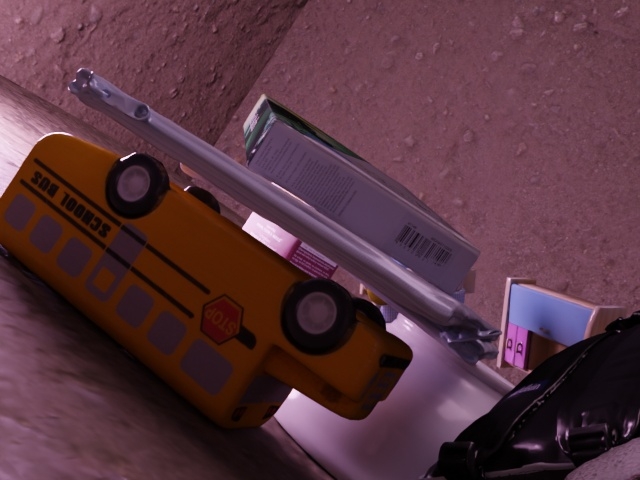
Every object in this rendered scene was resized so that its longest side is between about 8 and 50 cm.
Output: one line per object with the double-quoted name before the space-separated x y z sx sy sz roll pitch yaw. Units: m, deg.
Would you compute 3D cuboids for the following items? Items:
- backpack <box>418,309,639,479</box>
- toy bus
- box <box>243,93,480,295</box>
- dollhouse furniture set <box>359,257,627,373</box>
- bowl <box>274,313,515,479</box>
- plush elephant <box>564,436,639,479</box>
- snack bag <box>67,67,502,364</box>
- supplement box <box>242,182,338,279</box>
"backpack" 0.224 0.153 0.517 0.253 0.225 0.191 -32 95 -47
"toy bus" -0.097 0.035 0.579 0.332 0.130 0.108 34 0 21
"box" 0.025 -0.067 0.818 0.232 0.059 0.322 32 8 -14
"dollhouse furniture set" 0.201 0.178 0.985 0.303 0.287 0.198 2 7 -20
"bowl" 0.099 0.161 0.705 0.297 0.134 0.298 34 0 0
"plush elephant" 0.176 0.150 0.259 0.255 0.272 0.330 23 -4 35
"snack bag" 0.000 0.000 0.607 0.323 0.037 0.342 33 1 18
"supplement box" -0.049 0.026 0.895 0.080 0.188 0.104 32 2 -43
